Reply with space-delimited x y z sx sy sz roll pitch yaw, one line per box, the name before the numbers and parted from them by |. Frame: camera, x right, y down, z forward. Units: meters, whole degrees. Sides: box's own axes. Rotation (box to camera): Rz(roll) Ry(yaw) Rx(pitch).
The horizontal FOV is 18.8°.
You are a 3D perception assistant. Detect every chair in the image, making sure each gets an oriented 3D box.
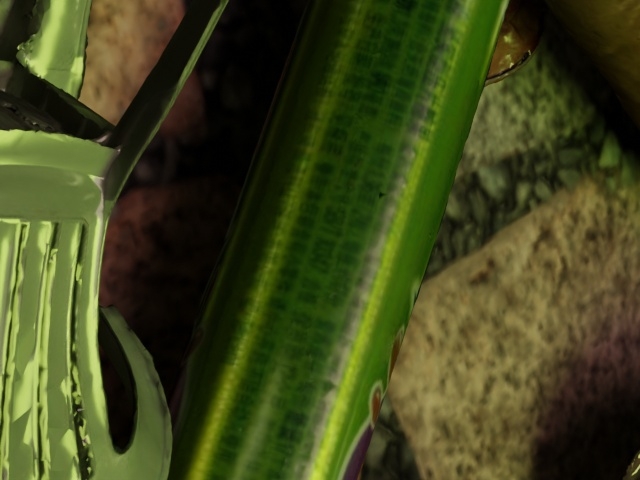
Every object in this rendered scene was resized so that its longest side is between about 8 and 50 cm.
chair | -0.127 -0.037 0.674 0.203 0.190 0.274 -2 118 -43

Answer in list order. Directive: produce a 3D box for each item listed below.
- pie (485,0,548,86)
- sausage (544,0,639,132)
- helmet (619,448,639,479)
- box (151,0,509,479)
pie | 0.090 -0.165 0.984 0.092 0.034 0.170 -17 99 -39
sausage | 0.211 -0.101 1.010 0.501 0.123 0.136 44 16 -42
helmet | 0.276 0.216 1.017 0.197 0.271 0.338 -4 89 -76
box | 0.000 0.000 0.830 0.097 0.134 0.345 18 72 2
